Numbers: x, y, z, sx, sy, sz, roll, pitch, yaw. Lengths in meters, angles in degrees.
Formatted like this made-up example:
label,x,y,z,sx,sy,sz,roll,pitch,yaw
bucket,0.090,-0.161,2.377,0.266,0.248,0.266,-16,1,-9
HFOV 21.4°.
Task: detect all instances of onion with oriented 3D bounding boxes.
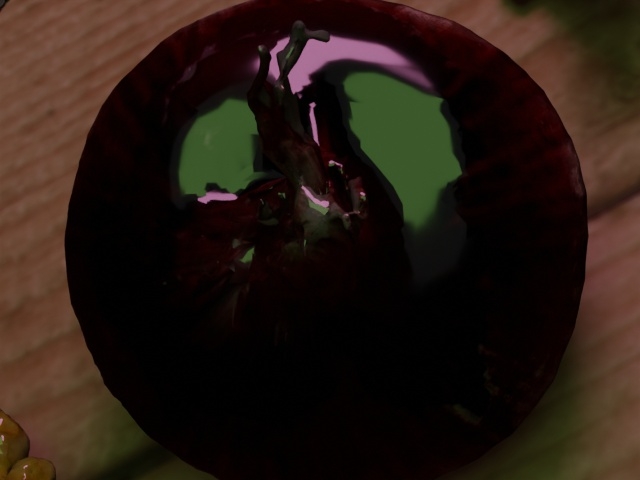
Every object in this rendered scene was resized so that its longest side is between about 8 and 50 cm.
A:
label,x,y,z,sx,sy,sz,roll,pitch,yaw
onion,0.000,0.000,0.843,0.273,0.285,0.273,0,85,4

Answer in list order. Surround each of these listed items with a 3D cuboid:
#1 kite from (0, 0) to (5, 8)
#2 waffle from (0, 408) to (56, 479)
label,x,y,z,sx,sy,sz,roll,pitch,yaw
kite,-0.240,-0.185,1.133,0.245,0.015,0.141,-41,65,-6
waffle,-0.256,0.200,0.867,0.325,0.068,0.302,-20,37,-9
